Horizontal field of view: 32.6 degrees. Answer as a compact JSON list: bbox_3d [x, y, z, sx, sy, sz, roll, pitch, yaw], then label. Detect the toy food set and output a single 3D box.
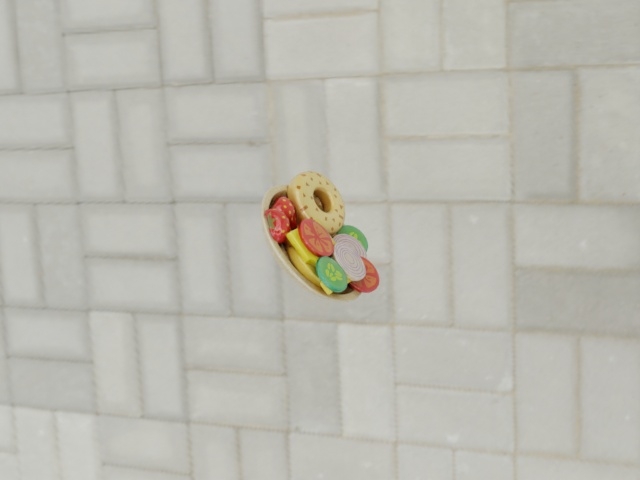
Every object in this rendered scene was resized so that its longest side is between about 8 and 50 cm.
[{"bbox_3d":[0.000,0.000,0.629,0.020,0.083,0.083,-39,85,30],"label":"toy food set"}]
